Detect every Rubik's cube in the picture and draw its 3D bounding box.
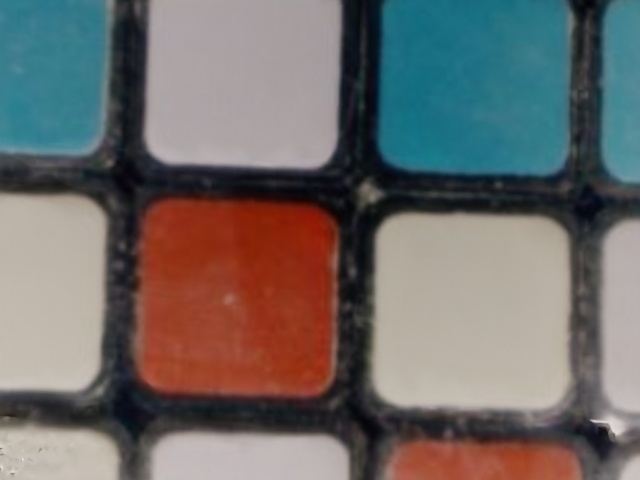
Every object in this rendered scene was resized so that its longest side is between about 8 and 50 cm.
[{"bbox_3d":[0.001,0.000,0.573,0.259,0.256,0.253,121,151,-82],"label":"Rubik's cube"}]
